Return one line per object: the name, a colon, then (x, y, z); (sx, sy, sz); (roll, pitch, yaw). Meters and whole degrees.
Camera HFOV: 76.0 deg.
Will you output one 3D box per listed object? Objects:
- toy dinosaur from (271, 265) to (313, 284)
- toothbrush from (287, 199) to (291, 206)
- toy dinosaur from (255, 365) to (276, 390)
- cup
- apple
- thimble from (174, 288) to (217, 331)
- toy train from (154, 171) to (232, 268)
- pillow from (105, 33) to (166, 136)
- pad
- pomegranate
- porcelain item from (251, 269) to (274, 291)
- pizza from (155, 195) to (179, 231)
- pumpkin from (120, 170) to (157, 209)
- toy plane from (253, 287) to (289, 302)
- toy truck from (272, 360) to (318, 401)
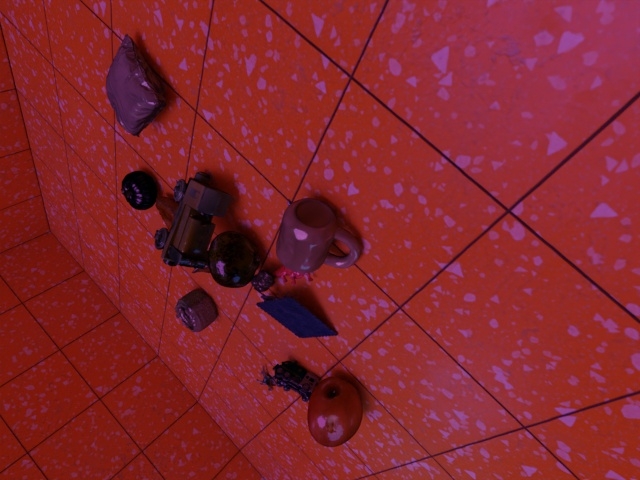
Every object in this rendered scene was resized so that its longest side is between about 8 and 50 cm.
toy dinosaur: (-0.125, 0.085, 1.541); (0.286, 0.070, 0.139); (2, 108, 54)
toothbrush: (-0.079, -0.053, 1.422); (0.013, 0.019, 0.193); (-3, 114, 45)
toy dinosaur: (-0.280, 0.739, 2.176); (0.106, 0.044, 0.187); (30, 124, 6)
cup: (-0.014, 0.008, 1.281); (0.255, 0.173, 0.202); (40, 140, 16)
apple: (0.051, 0.688, 1.664); (0.242, 0.242, 0.241); (18, 122, 35)
thimble: (-0.666, 0.376, 2.192); (0.219, 0.150, 0.219); (25, 134, 30)
toy train: (-0.497, -0.066, 1.584); (0.253, 0.160, 0.397); (27, 96, 45)
pillow: (-0.715, -0.575, 1.563); (0.310, 0.138, 0.284); (-21, 93, 47)
pad: (-0.099, 0.314, 1.639); (0.269, 0.012, 0.269); (42, 145, -21)
pomegranate: (-0.373, 0.081, 1.646); (0.276, 0.203, 0.222); (-13, 76, 46)
porcelain item: (-0.219, 0.156, 1.619); (0.081, 0.069, 0.215); (49, 158, -2)
pizza: (-0.649, -0.068, 1.905); (0.335, 0.086, 0.226); (44, 144, 13)
pumpkin: (-0.856, -0.235, 1.943); (0.194, 0.150, 0.194); (50, 158, 29)
toy plane: (-0.192, 0.244, 1.679); (0.226, 0.058, 0.226); (33, 152, -24)
toy truck: (-0.109, 0.628, 1.873); (0.215, 0.116, 0.110); (22, 133, 22)
